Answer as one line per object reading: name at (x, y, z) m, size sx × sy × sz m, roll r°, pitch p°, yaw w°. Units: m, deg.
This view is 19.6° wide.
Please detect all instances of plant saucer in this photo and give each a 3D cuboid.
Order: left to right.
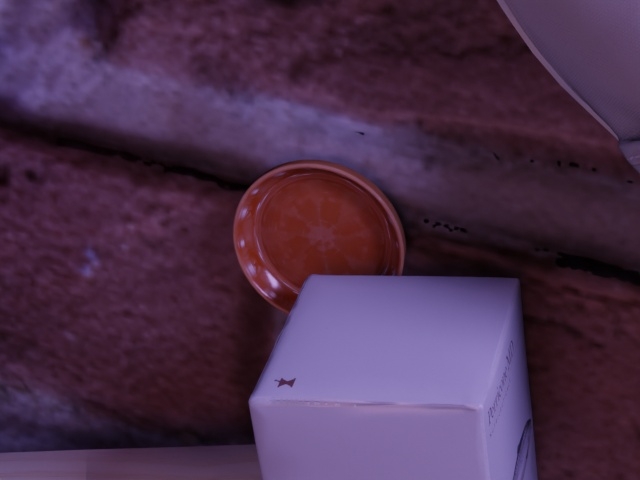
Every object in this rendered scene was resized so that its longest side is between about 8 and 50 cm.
plant saucer at (0.000, 0.000, 0.870) m, size 0.084 × 0.013 × 0.083 m, roll 7°, pitch 118°, yaw 14°

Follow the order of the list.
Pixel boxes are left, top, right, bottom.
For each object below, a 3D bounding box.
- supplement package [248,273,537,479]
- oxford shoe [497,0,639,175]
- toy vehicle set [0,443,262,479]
supplement package at (0.041, 0.117, 0.853) m, size 0.105 × 0.105 × 0.179 m, roll 1°, pitch 122°, yaw 17°
oxford shoe at (0.217, -0.025, 0.721) m, size 0.449 × 0.130 × 0.169 m, roll 47°, pitch 122°, yaw -7°
toy vehicle set at (-0.122, 0.184, 0.975) m, size 0.267 × 0.035 × 0.166 m, roll -5°, pitch 124°, yaw 21°
